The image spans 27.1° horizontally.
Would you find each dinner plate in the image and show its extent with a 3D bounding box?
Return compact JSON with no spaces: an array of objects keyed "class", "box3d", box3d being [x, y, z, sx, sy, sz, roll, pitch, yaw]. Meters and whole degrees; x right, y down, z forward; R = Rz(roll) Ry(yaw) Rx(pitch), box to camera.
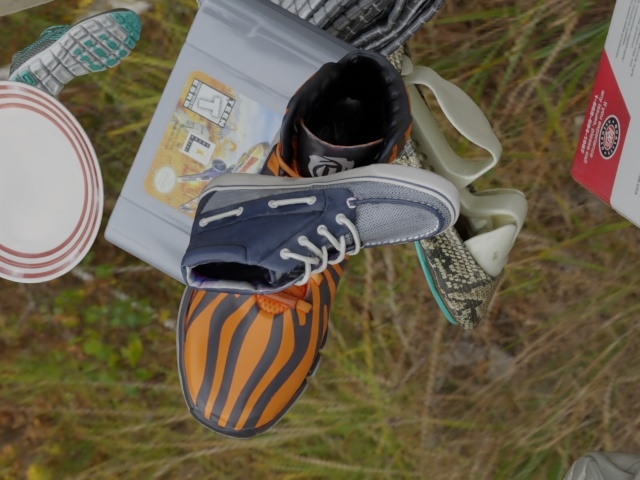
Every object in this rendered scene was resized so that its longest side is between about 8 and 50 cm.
[{"class":"dinner plate","box3d":[-0.206,-0.040,0.912,0.141,0.017,0.141,5,104,22]}]

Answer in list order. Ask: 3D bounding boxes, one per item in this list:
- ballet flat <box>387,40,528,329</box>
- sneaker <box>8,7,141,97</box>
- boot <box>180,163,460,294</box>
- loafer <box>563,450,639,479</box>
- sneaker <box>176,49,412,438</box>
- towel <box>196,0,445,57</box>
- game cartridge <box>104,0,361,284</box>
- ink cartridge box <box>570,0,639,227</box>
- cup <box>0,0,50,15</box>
[{"class":"ballet flat","box3d":[0.168,-0.076,1.772,0.182,0.164,0.483,-17,121,26]},{"class":"sneaker","box3d":[-0.267,-0.208,1.408,0.166,0.065,0.076,-27,45,10]},{"class":"boot","box3d":[0.000,0.000,0.919,0.190,0.086,0.069,-3,135,15]},{"class":"loafer","box3d":[0.240,0.200,0.905,0.111,0.319,0.112,14,79,-5]},{"class":"sneaker","box3d":[-0.023,-0.013,1.021,0.125,0.321,0.180,19,159,-3]},{"class":"towel","box3d":[0.005,-0.268,1.408,0.284,0.121,0.235,-44,40,24]},{"class":"game cartridge","box3d":[-0.070,-0.075,1.269,0.198,0.062,0.297,31,117,8]},{"class":"ink cartridge box","box3d":[0.293,-0.080,0.850,0.273,0.114,0.197,-127,45,-60]},{"class":"cup","box3d":[-0.239,-0.278,0.716,0.331,0.331,0.237,16,128,34]}]
